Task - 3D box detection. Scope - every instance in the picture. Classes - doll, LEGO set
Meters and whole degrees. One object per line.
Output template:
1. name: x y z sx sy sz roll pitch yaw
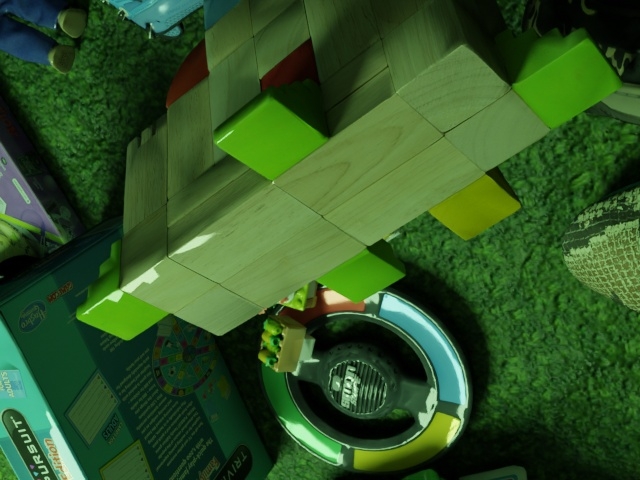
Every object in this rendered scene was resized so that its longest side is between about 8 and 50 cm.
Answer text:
1. doll: -0.331 -0.226 0.810 0.189 0.046 0.129 24 102 11
2. LEGO set: 0.000 0.000 0.732 0.287 0.107 0.132 -45 75 21

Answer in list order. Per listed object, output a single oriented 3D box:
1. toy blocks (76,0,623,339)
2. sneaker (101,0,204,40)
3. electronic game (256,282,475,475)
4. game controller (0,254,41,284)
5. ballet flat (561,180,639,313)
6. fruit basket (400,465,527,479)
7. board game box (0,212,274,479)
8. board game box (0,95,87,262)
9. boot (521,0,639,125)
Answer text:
1. toy blocks: -0.014 -0.114 0.601 0.381 0.260 0.191 -33 135 27
2. sneaker: -0.172 -0.231 0.685 0.330 0.129 0.147 -1 134 3
3. electronic game: 0.042 0.142 0.831 0.229 0.048 0.229 7 114 17
4. game controller: -0.379 0.141 0.922 0.319 0.067 0.166 -30 99 27
5. ballet flat: 0.415 0.016 0.561 0.483 0.182 0.164 -8 131 22
6. fruit basket: 0.062 0.405 0.757 0.327 0.353 0.165 -27 124 28
7. board game box: -0.188 0.165 0.805 0.079 0.254 0.336 -15 105 25
8. board game box: -0.384 -0.028 0.915 0.208 0.056 0.346 -23 102 30
9. boot: 0.229 -0.214 0.469 0.138 0.377 0.284 -7 106 -11
